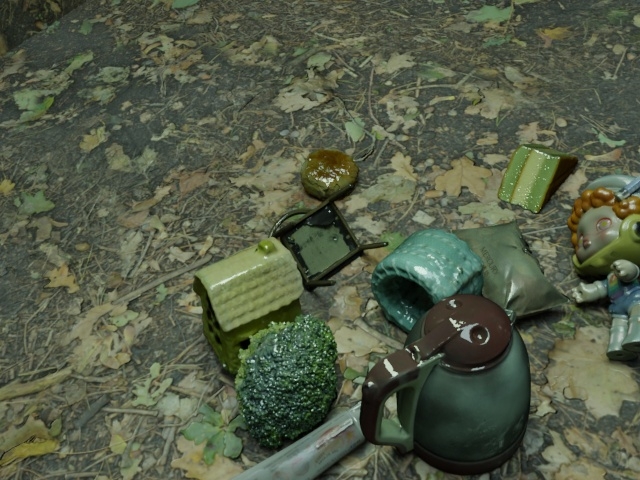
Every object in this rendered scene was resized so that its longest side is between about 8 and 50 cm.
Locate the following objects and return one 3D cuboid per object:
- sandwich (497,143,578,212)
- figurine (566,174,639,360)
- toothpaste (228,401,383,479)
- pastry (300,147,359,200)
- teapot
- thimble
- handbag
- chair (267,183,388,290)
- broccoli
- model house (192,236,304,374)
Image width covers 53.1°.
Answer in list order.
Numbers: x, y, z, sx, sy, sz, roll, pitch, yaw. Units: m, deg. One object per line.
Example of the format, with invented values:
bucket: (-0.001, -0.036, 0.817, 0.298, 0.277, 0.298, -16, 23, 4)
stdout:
sandwich: (0.541, -0.158, 1.586, 0.117, 0.144, 0.187, 29, 22, 30)
figurine: (0.615, 0.059, 1.302, 0.205, 0.224, 0.381, 14, 73, -7)
toothpaste: (-0.032, 0.395, 1.142, 0.323, 0.066, 0.100, -31, 65, -13)
pastry: (0.024, -0.172, 1.638, 0.153, 0.081, 0.153, -3, 44, 3)
teapot: (0.204, 0.239, 1.075, 0.315, 0.312, 0.233, -25, 47, -14)
thimble: (0.218, 0.086, 1.276, 0.143, 0.235, 0.198, -41, 94, -26)
handbag: (0.395, 0.058, 1.348, 0.183, 0.117, 0.270, -9, 48, -10)
chair: (0.000, 0.000, 1.443, 0.188, 0.166, 0.272, -35, 9, -20)
broccoli: (-0.063, 0.263, 1.200, 0.198, 0.226, 0.176, 12, 27, -10)
model house: (-0.149, 0.110, 1.291, 0.193, 0.234, 0.175, -23, 38, -21)
